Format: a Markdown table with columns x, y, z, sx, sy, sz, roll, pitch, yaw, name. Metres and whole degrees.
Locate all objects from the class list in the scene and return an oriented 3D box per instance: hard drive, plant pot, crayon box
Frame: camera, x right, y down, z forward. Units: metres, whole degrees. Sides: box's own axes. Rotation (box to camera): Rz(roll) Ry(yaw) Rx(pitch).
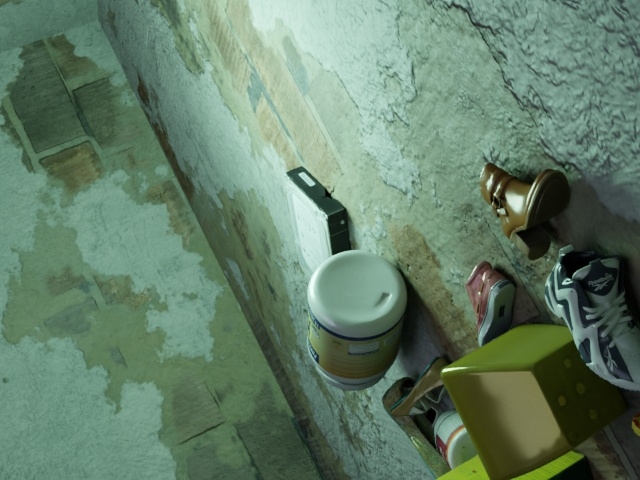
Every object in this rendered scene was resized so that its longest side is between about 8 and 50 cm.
| x | y | z | sx | sy | sz | roll | pitch | yaw | name |
| --- | --- | --- | --- | --- | --- | --- | --- | --- | --- |
| 0.000 | 0.000 | 2.417 | 0.237 | 0.064 | 0.338 | 48 | 156 | 44 | hard drive |
| 0.366 | 0.256 | 1.512 | 0.187 | 0.212 | 0.212 | -31 | 83 | 60 | plant pot |
| 0.321 | 0.480 | 1.710 | 0.202 | 0.319 | 0.081 | 13 | 125 | 68 | crayon box |

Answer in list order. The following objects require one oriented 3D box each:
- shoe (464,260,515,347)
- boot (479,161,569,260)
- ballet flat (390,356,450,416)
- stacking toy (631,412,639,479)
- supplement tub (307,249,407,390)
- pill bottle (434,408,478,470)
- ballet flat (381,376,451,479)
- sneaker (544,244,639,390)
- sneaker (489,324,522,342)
| x | y | z | sx | sy | sz | roll | pitch | yaw | name |
| --- | --- | --- | --- | --- | --- | --- | --- | --- | --- |
| 0.311 | 0.120 | 1.706 | 0.081 | 0.064 | 0.178 | 52 | 152 | 40 | shoe |
| 0.310 | -0.076 | 1.444 | 0.152 | 0.073 | 0.197 | 58 | 158 | 34 | boot |
| 0.234 | 0.356 | 2.101 | 0.073 | 0.080 | 0.232 | 46 | 135 | 15 | ballet flat |
| 0.551 | 0.379 | 1.370 | 0.221 | 0.052 | 0.166 | 44 | 152 | 47 | stacking toy |
| 0.081 | 0.198 | 2.170 | 0.228 | 0.228 | 0.316 | 54 | 158 | 31 | supplement tub |
| 0.310 | 0.428 | 1.940 | 0.221 | 0.121 | 0.121 | -160 | 46 | -86 | pill bottle |
| 0.274 | 0.464 | 2.180 | 0.348 | 0.123 | 0.123 | 50 | 156 | 34 | ballet flat |
| 0.413 | 0.099 | 1.330 | 0.153 | 0.094 | 0.235 | 75 | 172 | -51 | sneaker |
| 0.337 | 0.245 | 1.736 | 0.081 | 0.091 | 0.232 | 53 | 158 | 33 | sneaker |
